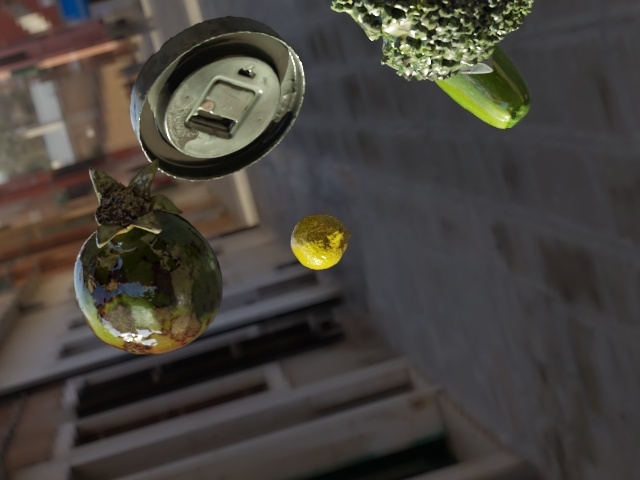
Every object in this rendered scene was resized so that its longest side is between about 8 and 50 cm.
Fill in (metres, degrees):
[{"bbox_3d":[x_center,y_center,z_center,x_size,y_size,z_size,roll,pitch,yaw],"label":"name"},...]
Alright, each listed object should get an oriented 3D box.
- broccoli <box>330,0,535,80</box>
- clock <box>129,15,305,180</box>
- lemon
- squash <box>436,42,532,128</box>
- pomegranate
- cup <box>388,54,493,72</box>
[{"bbox_3d":[0.090,-0.226,1.335,0.176,0.226,0.198,48,153,51],"label":"broccoli"},{"bbox_3d":[-0.122,-0.167,1.975,0.042,0.215,0.215,56,164,40],"label":"clock"},{"bbox_3d":[0.000,0.000,1.918,0.092,0.065,0.065,-19,87,59],"label":"lemon"},{"bbox_3d":[0.135,-0.226,1.849,0.292,0.082,0.082,52,166,26],"label":"squash"},{"bbox_3d":[-0.156,0.024,1.537,0.169,0.148,0.148,103,155,-46],"label":"pomegranate"},{"bbox_3d":[0.118,-0.217,1.578,0.128,0.095,0.129,3,-90,-75],"label":"cup"}]
